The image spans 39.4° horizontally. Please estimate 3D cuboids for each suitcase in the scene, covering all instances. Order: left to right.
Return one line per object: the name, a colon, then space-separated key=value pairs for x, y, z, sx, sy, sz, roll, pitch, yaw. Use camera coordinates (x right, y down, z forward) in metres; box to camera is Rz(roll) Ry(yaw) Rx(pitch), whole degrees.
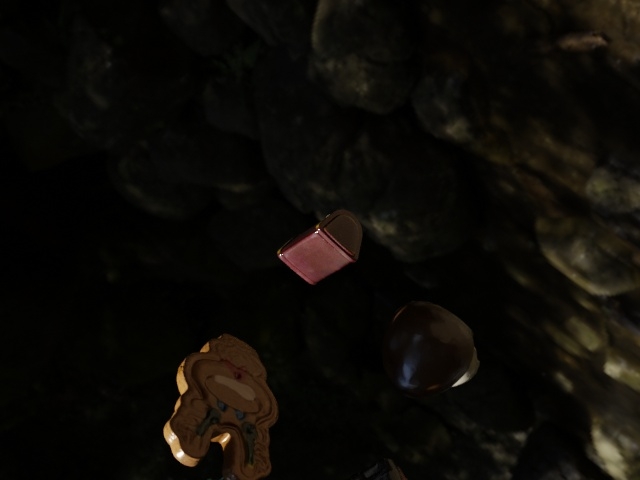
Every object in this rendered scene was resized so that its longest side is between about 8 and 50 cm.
suitcase: x=0.090 y=0.515 z=1.703 sx=0.066 sy=0.206 sz=0.285 roll=63 pitch=-175 yaw=33

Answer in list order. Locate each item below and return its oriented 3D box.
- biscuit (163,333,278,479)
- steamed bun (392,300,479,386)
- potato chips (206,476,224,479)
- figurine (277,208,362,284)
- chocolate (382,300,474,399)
biscuit: x=-0.162 y=0.281 z=1.560 sx=0.202 sy=0.047 sz=0.333 roll=33 pitch=-153 yaw=-15
steamed bun: x=0.231 y=0.232 z=1.940 sx=0.228 sy=0.131 sz=0.177 roll=39 pitch=160 yaw=43
potato chips: x=-0.094 y=0.640 z=2.003 sx=0.430 sy=0.070 sz=0.358 roll=16 pitch=148 yaw=16
figurine: x=0.000 y=0.001 z=1.426 sx=0.082 sy=0.098 sz=0.154 roll=39 pitch=142 yaw=-17
chocolate: x=0.181 y=0.198 z=1.586 sx=0.177 sy=0.176 sz=0.177 roll=39 pitch=172 yaw=7
